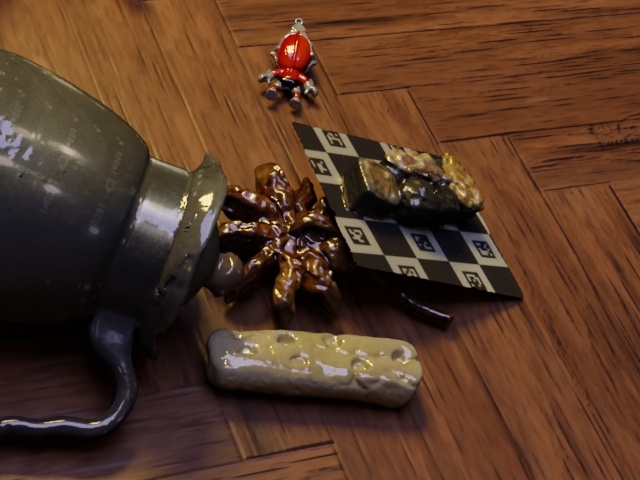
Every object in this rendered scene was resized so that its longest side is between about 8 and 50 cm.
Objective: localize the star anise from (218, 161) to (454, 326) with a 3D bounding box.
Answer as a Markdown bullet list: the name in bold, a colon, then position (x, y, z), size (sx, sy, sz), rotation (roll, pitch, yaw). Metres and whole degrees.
- **star anise**: position (0.002, 0.001, 1.554), size (0.233, 0.073, 0.177), rotation (4, 56, -24)

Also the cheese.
- **cheese**: position (-0.006, 0.109, 1.468), size (0.194, 0.043, 0.065), rotation (6, 48, -11)

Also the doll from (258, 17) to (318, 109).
- **doll**: position (-0.028, -0.186, 1.736), size (0.057, 0.039, 0.114), rotation (-2, 52, 17)

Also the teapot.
- **teapot**: position (-0.204, 0.010, 1.386), size (0.285, 0.223, 0.305), rotation (20, 43, -9)

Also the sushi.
- **sushi**: position (0.097, -0.045, 1.585), size (0.215, 0.050, 0.192), rotation (10, 42, -38)
